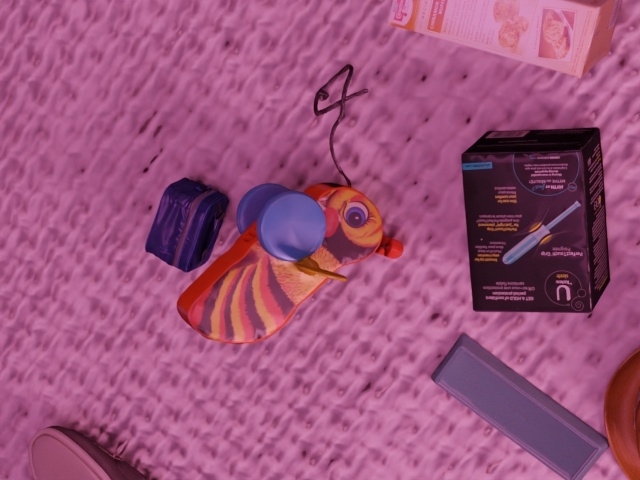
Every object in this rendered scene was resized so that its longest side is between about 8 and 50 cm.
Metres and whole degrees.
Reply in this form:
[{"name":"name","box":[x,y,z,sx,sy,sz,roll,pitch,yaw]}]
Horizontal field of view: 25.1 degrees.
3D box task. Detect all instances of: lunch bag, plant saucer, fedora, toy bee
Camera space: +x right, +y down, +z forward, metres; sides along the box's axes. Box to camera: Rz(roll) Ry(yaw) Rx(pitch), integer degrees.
[{"name":"lunch bag","box":[-0.139,-0.019,1.558,0.065,0.067,0.098,26,112,12]},{"name":"plant saucer","box":[0.207,0.181,1.512,0.192,0.018,0.067,36,115,7]},{"name":"fedora","box":[0.364,0.191,1.419,0.194,0.079,0.194,6,107,20]},{"name":"toy bee","box":[0.000,0.000,1.461,0.162,0.195,0.298,37,106,-19]}]

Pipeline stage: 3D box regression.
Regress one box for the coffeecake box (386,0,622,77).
[{"name":"coffeecake box","box":[0.173,-0.216,1.334,0.185,0.142,0.068,18,111,15]}]

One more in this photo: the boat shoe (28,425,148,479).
[{"name":"boat shoe","box":[-0.211,0.345,1.696,0.335,0.095,0.112,47,119,8]}]

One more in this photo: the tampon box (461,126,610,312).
[{"name":"tampon box","box":[0.211,-0.020,1.402,0.120,0.101,0.161,0,107,22]}]
